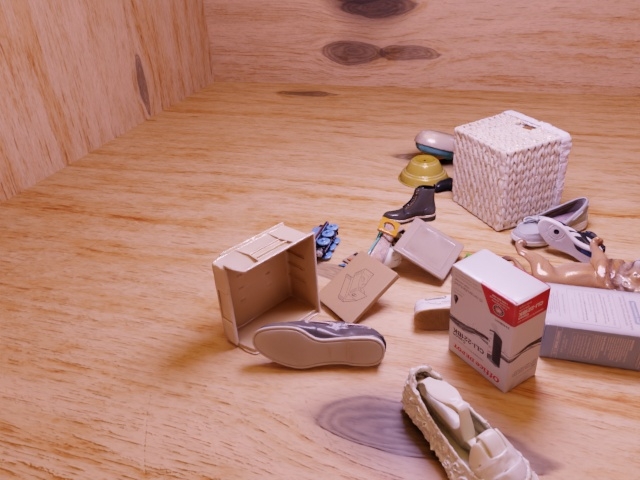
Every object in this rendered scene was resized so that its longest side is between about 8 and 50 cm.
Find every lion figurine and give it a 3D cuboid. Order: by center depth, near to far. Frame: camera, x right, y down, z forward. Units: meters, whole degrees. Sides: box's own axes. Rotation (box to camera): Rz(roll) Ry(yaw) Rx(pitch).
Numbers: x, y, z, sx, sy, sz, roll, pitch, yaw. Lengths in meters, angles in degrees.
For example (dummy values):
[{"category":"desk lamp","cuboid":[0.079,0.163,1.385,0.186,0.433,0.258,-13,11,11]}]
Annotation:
[{"category":"lion figurine","cuboid":[0.735,0.101,1.572,0.392,0.142,0.240,-8,36,20]}]

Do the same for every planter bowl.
[{"category":"planter bowl","cuboid":[0.438,-0.303,2.291,0.217,0.090,0.217,-2,30,1]}]

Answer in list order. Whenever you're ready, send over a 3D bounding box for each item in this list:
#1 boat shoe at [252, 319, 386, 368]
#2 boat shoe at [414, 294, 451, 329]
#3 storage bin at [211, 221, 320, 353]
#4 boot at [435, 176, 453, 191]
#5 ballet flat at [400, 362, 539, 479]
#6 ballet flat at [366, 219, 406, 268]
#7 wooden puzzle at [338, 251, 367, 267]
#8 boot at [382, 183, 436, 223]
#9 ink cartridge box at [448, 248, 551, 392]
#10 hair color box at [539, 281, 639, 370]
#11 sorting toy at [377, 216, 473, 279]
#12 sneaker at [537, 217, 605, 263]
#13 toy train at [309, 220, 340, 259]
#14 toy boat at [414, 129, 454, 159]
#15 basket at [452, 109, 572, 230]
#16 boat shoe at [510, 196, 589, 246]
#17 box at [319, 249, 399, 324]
[{"category":"boat shoe","cuboid":[-0.001,0.259,1.383,0.335,0.112,0.095,4,14,2]},{"category":"boat shoe","cuboid":[0.392,0.180,1.473,0.277,0.098,0.096,-1,32,6]},{"category":"storage bin","cuboid":[-0.140,0.125,1.454,0.123,0.262,0.260,23,40,38]},{"category":"boot","cuboid":[0.528,-0.211,2.176,0.121,0.045,0.099,-26,44,-31]},{"category":"ballet flat","cuboid":[0.293,0.398,1.085,0.147,0.147,0.409,-18,35,-23]},{"category":"ballet flat","cuboid":[0.215,0.029,1.748,0.106,0.107,0.316,26,38,6]},{"category":"wooden puzzle","cuboid":[0.120,0.062,1.779,0.079,0.014,0.116,21,39,35]},{"category":"boot","cuboid":[0.323,-0.138,1.976,0.198,0.137,0.077,-7,31,-6]},{"category":"ink cartridge box","cuboid":[0.414,0.190,1.288,0.114,0.272,0.197,-23,36,-23]},{"category":"hair color box","cuboid":[0.749,0.220,1.361,0.375,0.113,0.185,6,32,16]},{"category":"sorting toy","cuboid":[0.338,0.029,1.716,0.348,0.047,0.196,33,48,12]},{"category":"sneaker","cuboid":[0.809,-0.011,1.749,0.217,0.079,0.121,39,42,15]},{"category":"toy train","cuboid":[0.000,0.000,1.834,0.105,0.080,0.184,2,31,20]},{"category":"toy boat","cuboid":[0.555,-0.382,2.361,0.268,0.148,0.318,2,22,-37]},{"category":"basket","cuboid":[0.672,-0.258,1.964,0.267,0.331,0.328,-15,33,-16]},{"category":"boat shoe","cuboid":[0.783,-0.065,1.844,0.320,0.103,0.118,-15,32,-19]},{"category":"box","cuboid":[0.105,0.134,1.564,0.201,0.021,0.164,-44,44,-11]}]
